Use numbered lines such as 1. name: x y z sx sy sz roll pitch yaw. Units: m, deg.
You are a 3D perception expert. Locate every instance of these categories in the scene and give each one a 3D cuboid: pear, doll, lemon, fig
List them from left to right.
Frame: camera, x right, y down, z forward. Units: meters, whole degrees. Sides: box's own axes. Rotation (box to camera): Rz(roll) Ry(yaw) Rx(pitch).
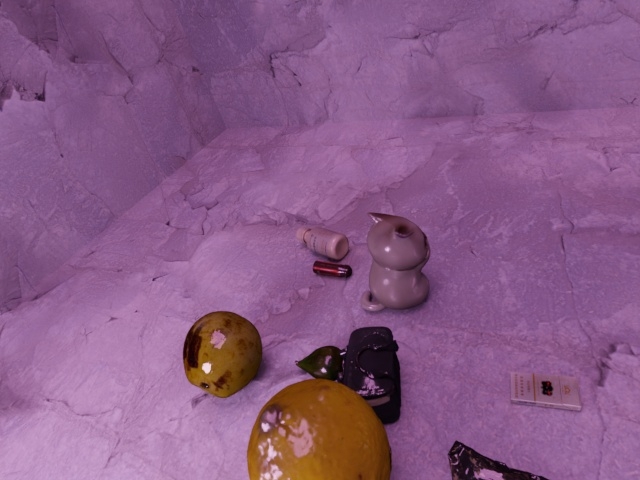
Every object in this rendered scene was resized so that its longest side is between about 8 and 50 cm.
1. pear: -0.331 0.376 1.448 0.283 0.284 0.284 -13 37 10
2. lemon: -0.013 0.511 1.036 0.349 0.387 0.350 -27 38 23
3. fig: -0.003 0.401 1.403 0.177 0.117 0.117 -16 33 34
4. doll: 0.267 0.080 1.510 0.225 0.371 0.215 -12 34 -22

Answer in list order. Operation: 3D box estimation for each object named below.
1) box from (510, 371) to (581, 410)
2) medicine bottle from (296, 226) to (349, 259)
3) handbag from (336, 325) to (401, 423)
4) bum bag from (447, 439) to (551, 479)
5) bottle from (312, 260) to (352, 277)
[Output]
1. box: 0.604 0.405 1.171 0.166 0.024 0.090 -2 39 24
2. medicine bottle: 0.000 0.000 1.901 0.252 0.114 0.114 20 51 41
3. handbag: 0.147 0.387 1.274 0.181 0.182 0.255 -7 37 16
4. bum bag: 0.417 0.566 1.013 0.247 0.069 0.102 12 71 33
5. bottle: 0.051 0.118 1.774 0.164 0.060 0.060 7 44 31
